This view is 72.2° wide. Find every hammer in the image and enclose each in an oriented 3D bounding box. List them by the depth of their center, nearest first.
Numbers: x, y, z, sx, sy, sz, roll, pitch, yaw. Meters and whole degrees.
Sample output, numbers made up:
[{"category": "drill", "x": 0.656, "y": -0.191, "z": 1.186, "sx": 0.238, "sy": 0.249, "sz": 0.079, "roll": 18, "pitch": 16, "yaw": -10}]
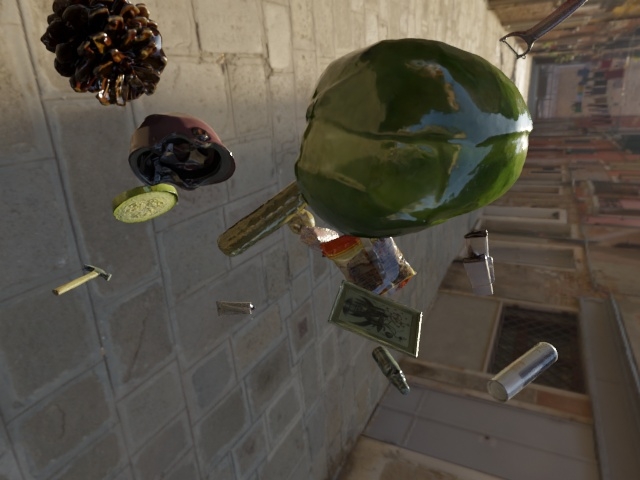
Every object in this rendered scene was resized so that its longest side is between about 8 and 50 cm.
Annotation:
[{"category": "hammer", "x": -0.546, "y": 0.090, "z": 0.992, "sx": 0.017, "sy": 0.062, "sz": 0.182, "roll": -59, "pitch": -177, "yaw": 9}]

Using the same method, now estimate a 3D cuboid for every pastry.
[{"category": "pastry", "x": 0.013, "y": -0.003, "z": 2.035, "sx": 0.265, "sy": 0.112, "sz": 0.102, "roll": 24, "pitch": 55, "yaw": -60}]

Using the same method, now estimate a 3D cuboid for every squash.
[{"category": "squash", "x": -0.690, "y": -0.150, "z": 1.731, "sx": 0.252, "sy": 0.252, "sz": 0.048, "roll": 4, "pitch": 59, "yaw": -64}]

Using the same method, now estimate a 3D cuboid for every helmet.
[{"category": "helmet", "x": -0.470, "y": -0.314, "z": 1.484, "sx": 0.271, "sy": 0.339, "sz": 0.197, "roll": 122, "pitch": -43, "yaw": -53}]

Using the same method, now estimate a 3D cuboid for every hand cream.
[{"category": "hand cream", "x": -0.408, "y": 0.327, "z": 2.119, "sx": 0.054, "sy": 0.186, "sz": 0.087, "roll": -87, "pitch": 176, "yaw": -64}]

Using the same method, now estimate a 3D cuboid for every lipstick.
[{"category": "lipstick", "x": 0.330, "y": 0.211, "z": 0.713, "sx": 0.141, "sy": 0.040, "sz": 0.040, "roll": -21, "pitch": 118, "yaw": -29}]

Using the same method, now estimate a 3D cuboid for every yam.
[{"category": "yam", "x": -0.091, "y": -0.086, "z": 1.070, "sx": 0.083, "sy": 0.372, "sz": 0.083, "roll": 52, "pitch": 8, "yaw": -10}]

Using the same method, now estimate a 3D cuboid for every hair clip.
[{"category": "hair clip", "x": 0.510, "y": 0.086, "z": 1.406, "sx": 0.331, "sy": 0.085, "sz": 0.101, "roll": 48, "pitch": 36, "yaw": -54}]

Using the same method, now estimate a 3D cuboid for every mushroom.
[{"category": "mushroom", "x": -0.098, "y": -0.088, "z": 2.049, "sx": 0.112, "sy": 0.148, "sz": 0.147, "roll": -52, "pitch": 140, "yaw": -37}]

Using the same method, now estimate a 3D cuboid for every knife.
[{"category": "knife", "x": 0.740, "y": -0.698, "z": 1.425, "sx": 0.124, "sy": 0.278, "sz": 0.053, "roll": 24, "pitch": 57, "yaw": -29}]

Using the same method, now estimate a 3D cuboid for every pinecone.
[{"category": "pinecone", "x": -0.743, "y": -0.656, "z": 1.534, "sx": 0.398, "sy": 0.398, "sz": 0.396, "roll": -21, "pitch": 114, "yaw": -61}]

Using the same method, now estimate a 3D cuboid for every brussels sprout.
[{"category": "brussels sprout", "x": 0.110, "y": -0.146, "z": 0.682, "sx": 0.315, "sy": 0.371, "sz": 0.275, "roll": -12, "pitch": 94, "yaw": -31}]

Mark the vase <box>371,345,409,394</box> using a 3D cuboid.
[{"category": "vase", "x": 0.238, "y": 0.436, "z": 1.466, "sx": 0.211, "sy": 0.060, "sz": 0.059, "roll": -127, "pitch": -154, "yaw": -61}]

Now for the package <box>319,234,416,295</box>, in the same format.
[{"category": "package", "x": 0.147, "y": 0.074, "z": 1.298, "sx": 0.288, "sy": 0.224, "sz": 0.108, "roll": 56, "pitch": 1, "yaw": -23}]

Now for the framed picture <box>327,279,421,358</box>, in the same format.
[{"category": "framed picture", "x": 0.144, "y": 0.193, "z": 1.114, "sx": 0.173, "sy": 0.232, "sz": 0.010, "roll": -65, "pitch": 176, "yaw": -55}]

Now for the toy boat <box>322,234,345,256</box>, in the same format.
[{"category": "toy boat", "x": 0.064, "y": 0.030, "z": 1.934, "sx": 0.141, "sy": 0.055, "sz": 0.060, "roll": -35, "pitch": 119, "yaw": -3}]
